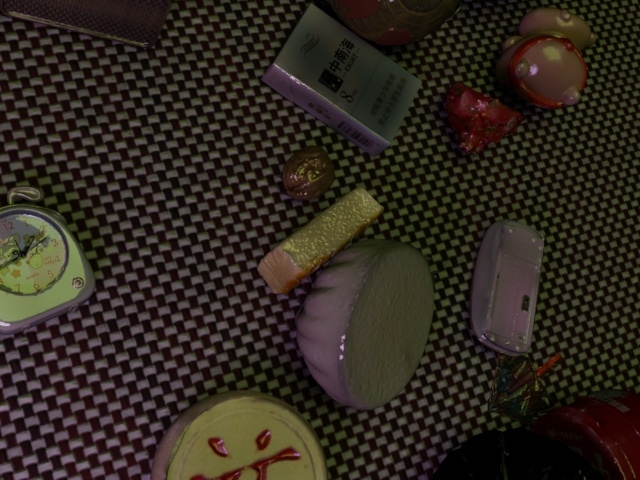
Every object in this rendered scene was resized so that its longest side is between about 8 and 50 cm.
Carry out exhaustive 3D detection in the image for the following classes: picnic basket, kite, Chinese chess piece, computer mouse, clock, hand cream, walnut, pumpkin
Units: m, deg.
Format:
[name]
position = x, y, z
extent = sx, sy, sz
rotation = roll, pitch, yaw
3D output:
[picnic basket]
position = -0.345, -0.411, 1.223
extent = 0.266, 0.165, 0.139
rotation = 10, 70, -21
[kite]
position = 0.354, 0.241, 1.405
extent = 0.189, 0.009, 0.232
rotation = -26, 86, -27
[Chinese chess piece]
position = -0.112, 0.335, 1.133
extent = 0.249, 0.103, 0.250
rotation = 6, 74, -19
[computer mouse]
position = 0.327, 0.081, 1.415
extent = 0.125, 0.056, 0.245
rotation = 19, 67, -15
[clock]
position = -0.412, 0.022, 1.123
extent = 0.151, 0.062, 0.191
rotation = -24, 84, -26
[hand cream]
position = 0.458, 0.359, 1.295
extent = 0.149, 0.230, 0.230
rotation = -11, 79, -25
[walnut]
position = -0.018, -0.109, 1.320
extent = 0.096, 0.082, 0.079
rotation = -40, 120, -28
[pumpkin]
position = 0.299, 0.429, 1.208
extent = 0.295, 0.296, 0.296
rotation = 7, 72, -21

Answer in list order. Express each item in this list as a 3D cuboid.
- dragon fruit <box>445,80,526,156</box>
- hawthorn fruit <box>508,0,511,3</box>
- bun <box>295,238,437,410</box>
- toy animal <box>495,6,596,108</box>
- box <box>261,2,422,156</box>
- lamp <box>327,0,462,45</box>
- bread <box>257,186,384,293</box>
[dragon fruit]
position = 0.276, -0.212, 1.465
extent = 0.153, 0.153, 0.111
rotation = 28, 99, -13
[hawthorn fruit]
position = 0.353, -0.631, 1.480
extent = 0.402, 0.403, 0.403
rotation = 7, 72, -21
[bun]
position = 0.043, 0.114, 1.235
extent = 0.263, 0.175, 0.263
rotation = -21, 116, -51
[toy animal]
position = 0.429, -0.339, 1.535
extent = 0.171, 0.171, 0.198
rotation = 30, 58, -12
[box]
position = 0.039, -0.275, 1.398
extent = 0.242, 0.067, 0.155
rotation = 34, 63, -10
[lamp]
position = 0.117, -0.474, 1.404
extent = 0.250, 0.250, 0.284
rotation = -1, 32, -23
[bread]
position = 0.001, -0.001, 1.265
extent = 0.188, 0.125, 0.068
rotation = -37, 89, -28
